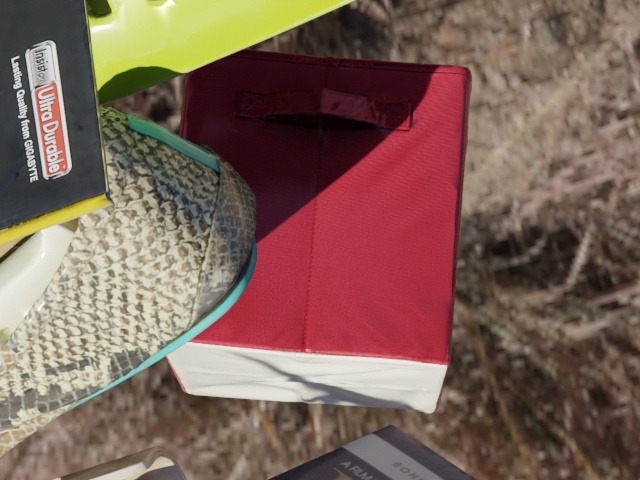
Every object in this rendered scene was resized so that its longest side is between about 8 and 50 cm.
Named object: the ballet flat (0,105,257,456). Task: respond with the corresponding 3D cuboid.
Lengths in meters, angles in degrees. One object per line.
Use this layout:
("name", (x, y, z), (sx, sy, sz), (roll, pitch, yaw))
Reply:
("ballet flat", (-0.253, 0.088, 1.040), (0.483, 0.164, 0.182), (-41, 129, 16))

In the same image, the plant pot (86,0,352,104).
("plant pot", (-0.067, -0.244, 0.993), (0.228, 0.227, 0.207), (-22, 120, 23))

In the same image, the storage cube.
("storage cube", (0.000, 0.000, 1.177), (0.183, 0.193, 0.215), (5, 164, 2))

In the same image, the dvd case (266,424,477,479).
("dvd case", (-0.014, 0.120, 0.430), (0.221, 0.164, 0.018), (-19, 122, -33))

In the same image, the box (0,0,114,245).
("box", (-0.218, -0.108, 0.653), (0.257, 0.079, 0.322), (-20, 137, -19))

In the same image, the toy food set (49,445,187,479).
("toy food set", (-0.166, 0.307, 1.327), (0.219, 0.092, 0.306), (-19, 113, 10))
